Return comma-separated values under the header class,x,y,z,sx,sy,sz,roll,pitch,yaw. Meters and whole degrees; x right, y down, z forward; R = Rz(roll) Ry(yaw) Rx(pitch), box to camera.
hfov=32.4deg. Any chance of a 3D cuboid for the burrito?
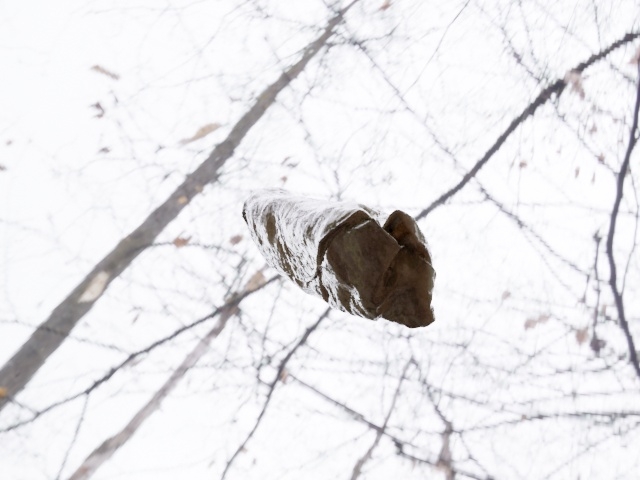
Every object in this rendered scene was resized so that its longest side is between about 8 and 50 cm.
class,x,y,z,sx,sy,sz,roll,pitch,yaw
burrito,0.000,0.000,0.762,0.059,0.275,0.082,-20,-75,-17
